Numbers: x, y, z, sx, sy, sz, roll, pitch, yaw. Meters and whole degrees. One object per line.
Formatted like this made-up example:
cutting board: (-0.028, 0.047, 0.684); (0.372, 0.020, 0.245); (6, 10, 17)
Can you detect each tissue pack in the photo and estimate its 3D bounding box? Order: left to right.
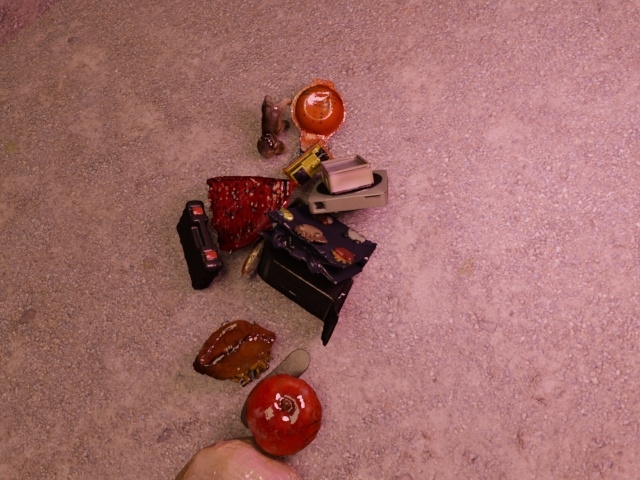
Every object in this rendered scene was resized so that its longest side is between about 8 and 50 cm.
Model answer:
tissue pack: (-0.412, 0.002, 1.609); (0.108, 0.023, 0.056); (37, 86, 19)

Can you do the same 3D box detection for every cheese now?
cheese: (-0.014, -0.442, 1.569); (0.216, 0.129, 0.330); (8, 91, -4)

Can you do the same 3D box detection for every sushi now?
sushi: (-0.291, 0.385, 1.419); (0.296, 0.179, 0.167); (-34, 46, -13)

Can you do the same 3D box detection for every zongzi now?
zongzi: (-0.078, -0.088, 1.544); (0.113, 0.052, 0.104); (45, 97, 7)

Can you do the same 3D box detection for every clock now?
clock: (0.081, -0.222, 1.377); (0.146, 0.192, 0.071); (-13, 113, -4)

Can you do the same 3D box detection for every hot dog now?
hot dog: (-0.235, 0.054, 1.517); (0.053, 0.099, 0.192); (29, 78, -11)

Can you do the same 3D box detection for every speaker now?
speaker: (-0.069, 0.145, 1.374); (0.388, 0.184, 0.180); (32, 124, 20)

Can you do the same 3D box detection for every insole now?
insole: (-0.157, 0.502, 1.424); (0.111, 0.007, 0.328); (41, 88, 19)

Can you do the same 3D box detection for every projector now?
projector: (0.103, -0.165, 1.430); (0.256, 0.259, 0.079); (-5, 116, 12)

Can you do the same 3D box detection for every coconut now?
coconut: (-0.269, 0.779, 1.190); (0.404, 0.404, 0.405); (-3, 75, 13)

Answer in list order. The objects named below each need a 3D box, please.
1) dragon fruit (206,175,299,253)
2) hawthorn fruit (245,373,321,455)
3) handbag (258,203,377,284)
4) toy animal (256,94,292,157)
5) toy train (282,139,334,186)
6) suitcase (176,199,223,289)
dragon fruit: (-0.209, -0.113, 1.509); (0.328, 0.228, 0.286); (-5, 94, 20)
hawthorn fruit: (-0.109, 0.512, 1.262); (0.241, 0.272, 0.242); (2, 55, -2)
handbag: (0.000, 0.000, 1.343); (0.303, 0.329, 0.122); (33, 109, 18)
toy animal: (-0.180, -0.439, 1.600); (0.121, 0.233, 0.169); (14, 38, 6)
toy train: (-0.042, -0.269, 1.496); (0.219, 0.127, 0.089); (-37, 114, 7)
suitcase: (-0.451, 0.018, 1.534); (0.066, 0.206, 0.286); (-8, 66, -35)
